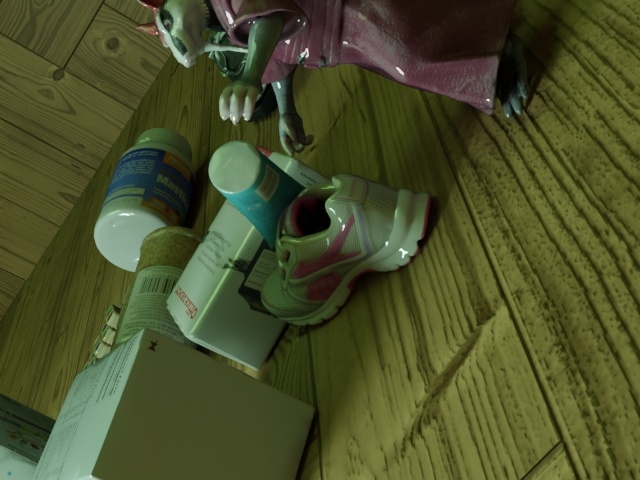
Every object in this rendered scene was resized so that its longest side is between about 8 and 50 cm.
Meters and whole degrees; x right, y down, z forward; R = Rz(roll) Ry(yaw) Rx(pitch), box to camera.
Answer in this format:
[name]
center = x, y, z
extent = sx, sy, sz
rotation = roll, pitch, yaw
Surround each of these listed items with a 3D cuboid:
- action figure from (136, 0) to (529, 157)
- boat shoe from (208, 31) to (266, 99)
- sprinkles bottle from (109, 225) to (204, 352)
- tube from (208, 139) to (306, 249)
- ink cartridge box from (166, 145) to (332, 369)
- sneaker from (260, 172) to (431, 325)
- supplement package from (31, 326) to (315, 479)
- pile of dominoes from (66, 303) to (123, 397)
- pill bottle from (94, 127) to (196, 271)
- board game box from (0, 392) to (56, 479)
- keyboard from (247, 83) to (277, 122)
[action figure]
center = 0.009, -0.217, 0.936
extent = 0.248, 0.370, 0.276
rotation = -167, 85, -84
[boat shoe]
center = -0.140, -0.317, 1.733
extent = 0.121, 0.119, 0.335
rotation = -60, 15, 4
[sprinkles bottle]
center = -0.224, 0.138, 1.388
extent = 0.121, 0.121, 0.355
rotation = -45, 25, 37
[tube]
center = -0.052, -0.043, 1.037
extent = 0.080, 0.052, 0.207
rotation = -40, -22, 2
[ink cartridge box]
center = -0.076, 0.016, 1.224
extent = 0.237, 0.100, 0.172
rotation = -60, 20, 0
[sneaker]
center = 0.000, 0.000, 1.044
extent = 0.252, 0.111, 0.103
rotation = -40, 28, 44
[supplement package]
center = -0.150, 0.212, 0.995
extent = 0.203, 0.194, 0.149
rotation = -33, 34, 53
[pile of dominoes]
center = -0.429, 0.237, 1.868
extent = 0.251, 0.040, 0.196
rotation = -59, 20, 2
[pill bottle]
center = -0.311, -0.084, 1.857
extent = 0.152, 0.152, 0.272
rotation = -45, 25, 36
[board game box]
center = -0.338, 0.305, 1.285
extent = 0.098, 0.224, 0.303
rotation = -62, 19, -7
[keyboard]
center = -0.030, -0.350, 1.718
extent = 0.317, 0.033, 0.201
rotation = -65, 15, -10
